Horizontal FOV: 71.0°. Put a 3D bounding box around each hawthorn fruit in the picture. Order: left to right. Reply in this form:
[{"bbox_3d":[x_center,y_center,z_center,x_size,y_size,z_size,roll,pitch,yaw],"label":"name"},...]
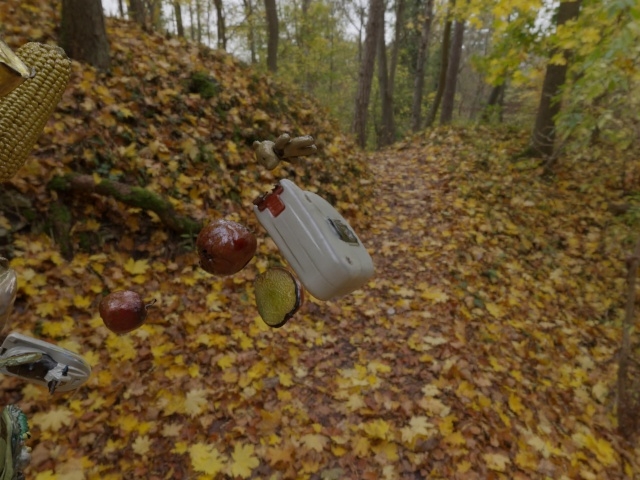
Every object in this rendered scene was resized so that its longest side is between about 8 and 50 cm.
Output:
[{"bbox_3d":[-0.690,0.250,1.625,0.193,0.157,0.157,-15,22,-12],"label":"hawthorn fruit"},{"bbox_3d":[-0.224,0.010,1.119,0.148,0.148,0.171,15,27,38],"label":"hawthorn fruit"}]

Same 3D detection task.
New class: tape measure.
[{"bbox_3d":[0.000,0.000,1.014,0.258,0.130,0.265,54,19,17],"label":"tape measure"}]

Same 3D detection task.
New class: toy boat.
[{"bbox_3d":[-0.857,0.391,1.388,0.269,0.141,0.141,33,12,-17],"label":"toy boat"}]

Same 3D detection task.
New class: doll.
[{"bbox_3d":[-0.057,-0.144,0.703,0.093,0.062,0.051,-27,55,1],"label":"doll"}]

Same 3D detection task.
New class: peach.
[{"bbox_3d":[-0.133,0.180,1.453,0.068,0.189,0.279,24,6,-37],"label":"peach"}]

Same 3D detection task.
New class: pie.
[{"bbox_3d":[-0.647,0.256,0.963,0.084,0.020,0.084,-10,-5,-1],"label":"pie"}]

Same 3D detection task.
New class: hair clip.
[{"bbox_3d":[-0.748,0.560,1.072,0.091,0.322,0.138,19,2,-41],"label":"hair clip"}]

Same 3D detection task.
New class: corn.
[{"bbox_3d":[-0.771,-0.339,1.151,0.143,0.388,0.144,19,-16,6],"label":"corn"}]

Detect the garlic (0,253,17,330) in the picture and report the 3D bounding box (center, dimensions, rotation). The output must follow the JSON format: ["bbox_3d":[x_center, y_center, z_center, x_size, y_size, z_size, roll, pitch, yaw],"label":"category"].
[{"bbox_3d":[-0.430,0.101,0.516,0.195,0.087,0.101,-45,11,-22],"label":"garlic"}]

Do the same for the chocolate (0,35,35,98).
[{"bbox_3d":[-0.818,-0.259,0.919,0.445,0.162,0.162,-40,24,0],"label":"chocolate"}]
